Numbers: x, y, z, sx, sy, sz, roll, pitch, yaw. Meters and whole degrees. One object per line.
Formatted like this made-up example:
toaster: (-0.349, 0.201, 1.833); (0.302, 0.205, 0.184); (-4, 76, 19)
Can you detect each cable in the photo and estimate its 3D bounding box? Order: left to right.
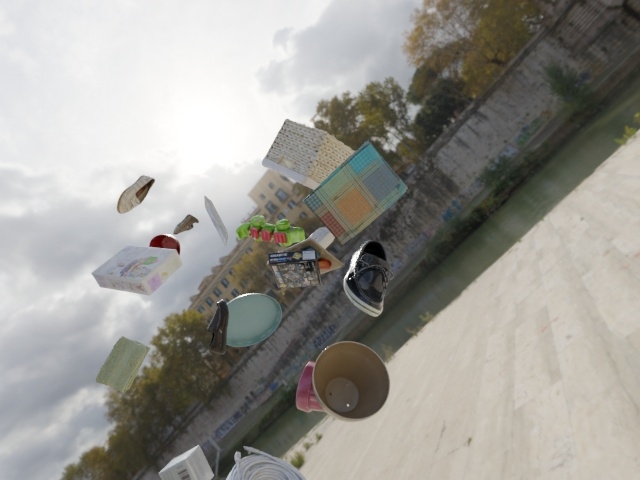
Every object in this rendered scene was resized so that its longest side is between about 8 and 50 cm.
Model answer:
cable: (-0.151, 0.731, 1.165); (0.257, 0.257, 0.089); (-87, 18, -78)

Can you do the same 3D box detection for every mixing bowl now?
mixing bowl: (-0.900, 0.035, 2.411); (0.181, 0.181, 0.098); (-48, 12, 17)

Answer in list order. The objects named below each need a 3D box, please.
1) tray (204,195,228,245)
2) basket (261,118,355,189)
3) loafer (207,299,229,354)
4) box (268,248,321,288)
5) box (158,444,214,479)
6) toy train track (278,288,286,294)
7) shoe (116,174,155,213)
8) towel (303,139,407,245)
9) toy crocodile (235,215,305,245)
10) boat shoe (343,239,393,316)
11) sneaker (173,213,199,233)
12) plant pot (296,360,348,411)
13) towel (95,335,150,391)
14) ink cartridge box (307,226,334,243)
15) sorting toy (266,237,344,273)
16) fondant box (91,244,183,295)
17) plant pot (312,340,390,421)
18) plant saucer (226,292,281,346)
tray: (-0.563, -0.109, 2.224); (0.030, 0.270, 0.145); (-25, -15, -21)
basket: (-0.045, -0.396, 2.015); (0.331, 0.328, 0.267); (15, -78, -52)
loafer: (-0.419, 0.349, 1.661); (0.078, 0.220, 0.080); (5, -17, -21)
box: (-0.092, 0.113, 1.556); (0.175, 0.051, 0.220); (-5, -31, 3)
box: (-0.385, 0.673, 1.177); (0.102, 0.101, 0.087); (-30, -5, 10)
toy train track: (-0.200, 0.240, 2.110); (0.048, 0.083, 0.014); (-19, -13, 9)
shoe: (-0.781, -0.198, 1.735); (0.077, 0.058, 0.219); (83, -156, -52)
towel: (0.149, -0.191, 1.697); (0.370, 0.271, 0.040); (-42, 12, 1)
toy crocodile: (-0.235, -0.035, 1.930); (0.105, 0.340, 0.115); (-60, -26, -53)
boat shoe: (0.216, 0.146, 1.796); (0.156, 0.186, 0.500); (-57, 7, 26)
sneaker: (-0.743, -0.074, 2.254); (0.188, 0.071, 0.066); (-33, 38, 35)
plant pot: (0.017, 0.622, 1.699); (0.201, 0.180, 0.201); (11, -90, -73)
towel: (-0.600, 0.373, 1.242); (0.027, 0.110, 0.148); (104, -174, -59)
ink cartridge box: (0.000, 0.000, 1.834); (0.232, 0.066, 0.189); (-49, -10, -40)
sorting toy: (-0.080, 0.101, 1.752); (0.307, 0.229, 0.041); (-24, 43, 39)
fondant box: (-0.862, 0.133, 1.931); (0.238, 0.330, 0.096); (-56, -39, -48)
plant pot: (0.099, 0.551, 1.537); (0.284, 0.284, 0.191); (-39, -23, -33)
plant saucer: (-0.337, 0.363, 1.899); (0.317, 0.044, 0.318); (-13, -54, -19)
